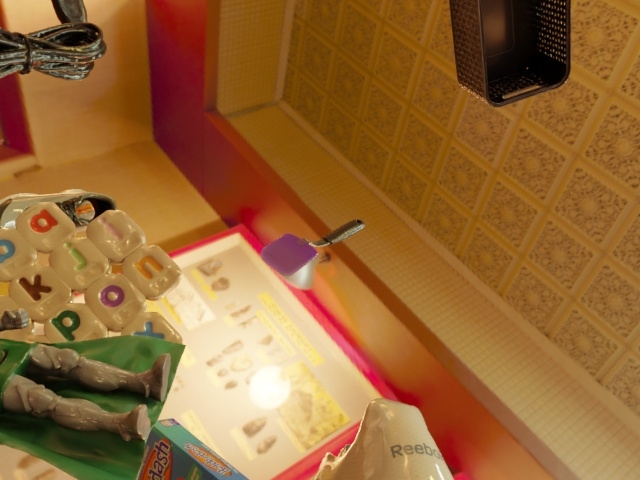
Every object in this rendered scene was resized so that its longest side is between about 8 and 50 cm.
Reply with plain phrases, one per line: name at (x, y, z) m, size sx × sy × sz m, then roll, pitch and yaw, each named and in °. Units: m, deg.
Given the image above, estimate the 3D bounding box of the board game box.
board game box at (-0.166, 0.353, 0.813) m, size 0.210 × 0.047 × 0.160 m, roll 23°, pitch -83°, yaw 35°

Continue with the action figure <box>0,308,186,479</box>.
action figure at (-0.225, 0.090, 0.430) m, size 0.137 × 0.232 × 0.063 m, roll -78°, pitch 178°, yaw -59°

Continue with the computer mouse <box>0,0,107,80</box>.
computer mouse at (-0.241, -0.229, 0.430) m, size 0.060 × 0.184 × 0.262 m, roll -29°, pitch -90°, yaw 24°

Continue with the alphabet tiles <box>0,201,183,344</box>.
alphabet tiles at (-0.314, 0.088, 0.760) m, size 0.278 × 0.284 × 0.021 m, roll 42°, pitch -24°, yaw 13°

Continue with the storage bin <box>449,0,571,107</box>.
storage bin at (0.239, -0.276, 0.799) m, size 0.084 × 0.122 × 0.180 m, roll -118°, pitch -169°, yaw -57°

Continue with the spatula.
spatula at (0.000, 0.000, 1.221) m, size 0.084 × 0.296 × 0.030 m, roll 33°, pitch -60°, yaw 24°

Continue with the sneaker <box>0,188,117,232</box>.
sneaker at (-0.512, -0.051, 1.213) m, size 0.108 × 0.271 × 0.100 m, roll -4°, pitch -78°, yaw 30°

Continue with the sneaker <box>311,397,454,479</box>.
sneaker at (0.024, 0.231, 0.459) m, size 0.129 × 0.111 × 0.297 m, roll -95°, pitch -154°, yaw -47°
